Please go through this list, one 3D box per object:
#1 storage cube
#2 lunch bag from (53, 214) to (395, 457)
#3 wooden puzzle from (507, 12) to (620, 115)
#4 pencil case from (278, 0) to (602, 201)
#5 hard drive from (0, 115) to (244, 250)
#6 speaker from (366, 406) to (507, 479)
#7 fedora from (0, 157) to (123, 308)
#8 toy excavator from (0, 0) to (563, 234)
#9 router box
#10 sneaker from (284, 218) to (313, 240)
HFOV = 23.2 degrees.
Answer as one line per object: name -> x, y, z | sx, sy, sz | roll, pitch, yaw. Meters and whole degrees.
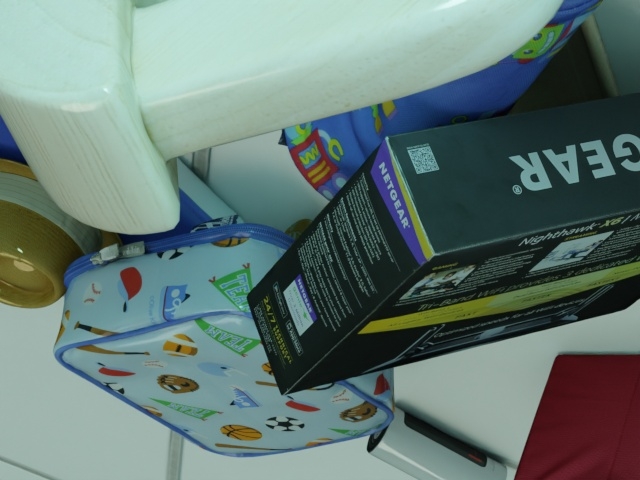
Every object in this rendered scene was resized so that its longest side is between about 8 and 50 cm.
storage cube -> 0.290, 0.221, 1.324 | 0.183, 0.193, 0.215 | -6, 136, 38
lunch bag -> -0.085, 0.093, 1.381 | 0.243, 0.115, 0.303 | -12, 147, 27
wooden puzzle -> 0.081, -0.159, 1.057 | 0.238, 0.044, 0.221 | 7, 144, 32
pencil case -> 0.071, -0.124, 0.960 | 0.119, 0.133, 0.306 | -11, 161, -23
hard drive -> -0.244, -0.085, 1.365 | 0.210, 0.040, 0.318 | -14, 131, 44
speaker -> 0.117, 0.220, 1.558 | 0.136, 0.055, 0.055 | 29, 147, -7
fedora -> -0.272, 0.005, 1.396 | 0.194, 0.079, 0.194 | 17, 147, 12
toy excavator -> 0.126, -0.183, 0.615 | 0.433, 0.445, 0.222 | 8, 144, 23
router box -> 0.135, -0.003, 1.036 | 0.309, 0.081, 0.243 | -11, 161, -29
sneaker -> 0.000, 0.000, 1.339 | 0.083, 0.032, 0.037 | -14, 131, 45
